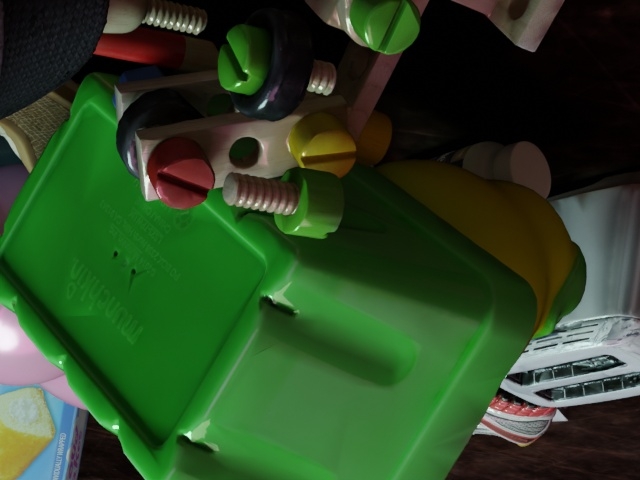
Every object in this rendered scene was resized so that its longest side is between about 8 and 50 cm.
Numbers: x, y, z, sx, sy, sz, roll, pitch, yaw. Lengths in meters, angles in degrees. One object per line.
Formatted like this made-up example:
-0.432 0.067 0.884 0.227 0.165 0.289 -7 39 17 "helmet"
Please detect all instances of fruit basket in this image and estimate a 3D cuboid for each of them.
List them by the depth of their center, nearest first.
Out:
0.007 0.052 1.161 0.392 0.283 0.392 30 -172 -5 "fruit basket"

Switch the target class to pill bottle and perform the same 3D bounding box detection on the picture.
0.117 -0.039 1.312 0.067 0.067 0.120 28 149 -37 "pill bottle"

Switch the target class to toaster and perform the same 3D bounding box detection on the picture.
0.214 0.045 1.368 0.227 0.146 0.129 -16 145 43 "toaster"

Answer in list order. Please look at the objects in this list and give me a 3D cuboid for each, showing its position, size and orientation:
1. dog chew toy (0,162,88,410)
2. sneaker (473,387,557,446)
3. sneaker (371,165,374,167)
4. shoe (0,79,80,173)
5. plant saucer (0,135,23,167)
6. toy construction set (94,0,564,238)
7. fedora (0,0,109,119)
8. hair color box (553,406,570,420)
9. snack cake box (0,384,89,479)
-0.224 0.029 1.356 0.206 0.207 0.332 -13 163 39 "dog chew toy"
0.116 0.142 1.627 0.225 0.088 0.093 19 137 14 "sneaker"
0.000 0.000 1.397 0.268 0.101 0.153 39 155 -29 "sneaker"
-0.201 -0.097 1.218 0.076 0.058 0.219 -29 151 6 "shoe"
-0.343 -0.141 1.276 0.317 0.044 0.317 7 156 3 "plant saucer"
0.002 -0.129 1.017 0.237 0.257 0.309 9 179 -30 "toy construction set"
-0.231 -0.155 1.003 0.152 0.334 0.334 -11 171 -38 "fedora"
0.162 0.148 1.724 0.167 0.053 0.093 -4 152 29 "hair color box"
-0.302 0.154 1.627 0.152 0.264 0.089 8 168 1 "snack cake box"
